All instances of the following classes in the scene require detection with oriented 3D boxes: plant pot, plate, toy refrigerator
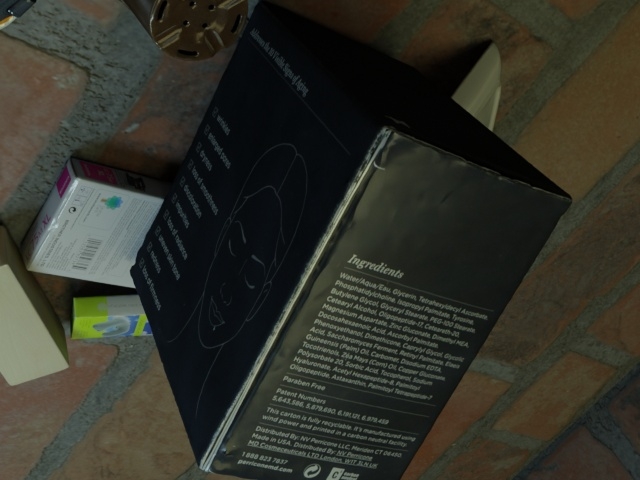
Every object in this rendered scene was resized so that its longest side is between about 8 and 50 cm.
[{"bbox_3d":[-0.176,-0.318,1.231,0.167,0.165,0.167,-17,139,-15],"label":"plant pot"},{"bbox_3d":[0.231,-0.145,1.627,0.277,0.045,0.278,-54,158,-41],"label":"plate"},{"bbox_3d":[-0.486,0.103,1.534,0.102,0.094,0.270,-18,138,-4],"label":"toy refrigerator"}]

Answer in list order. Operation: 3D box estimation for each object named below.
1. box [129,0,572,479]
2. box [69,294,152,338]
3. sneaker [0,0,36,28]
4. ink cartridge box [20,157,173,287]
[{"bbox_3d":[0.000,0.000,1.339,0.297,0.480,0.472,16,112,-29],"label":"box"},{"bbox_3d":[-0.322,0.125,1.647,0.178,0.042,0.109,-1,156,-18],"label":"box"},{"bbox_3d":[-0.357,-0.331,1.141,0.321,0.126,0.127,-15,134,-1],"label":"sneaker"},{"bbox_3d":[-0.288,-0.012,1.558,0.311,0.065,0.186,15,123,-38],"label":"ink cartridge box"}]
